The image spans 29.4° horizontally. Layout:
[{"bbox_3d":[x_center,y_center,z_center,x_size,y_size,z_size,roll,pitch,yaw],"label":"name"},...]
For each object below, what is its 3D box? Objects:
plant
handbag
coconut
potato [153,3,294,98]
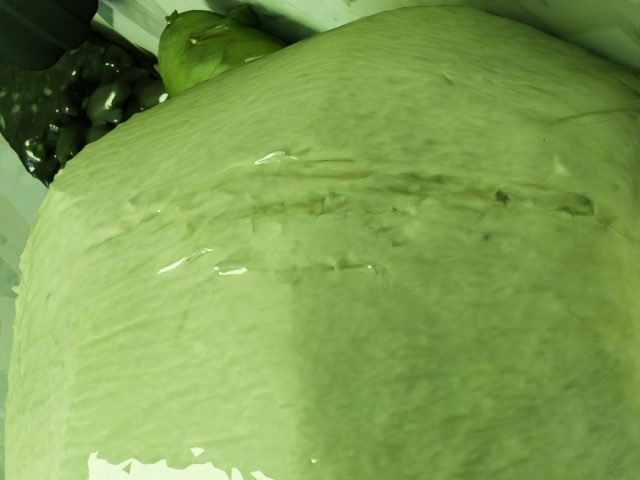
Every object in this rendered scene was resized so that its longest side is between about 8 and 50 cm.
[{"bbox_3d":[-0.222,-0.123,1.314,0.321,0.194,0.182,38,-172,34],"label":"plant"},{"bbox_3d":[-0.309,-0.243,1.036,0.254,0.093,0.308,35,-178,-17],"label":"handbag"},{"bbox_3d":[0.023,0.075,0.570,0.360,0.346,0.346,-14,139,35],"label":"coconut"},{"bbox_3d":[-0.044,-0.098,0.810,0.117,0.090,0.225,34,-176,-42],"label":"potato"}]
